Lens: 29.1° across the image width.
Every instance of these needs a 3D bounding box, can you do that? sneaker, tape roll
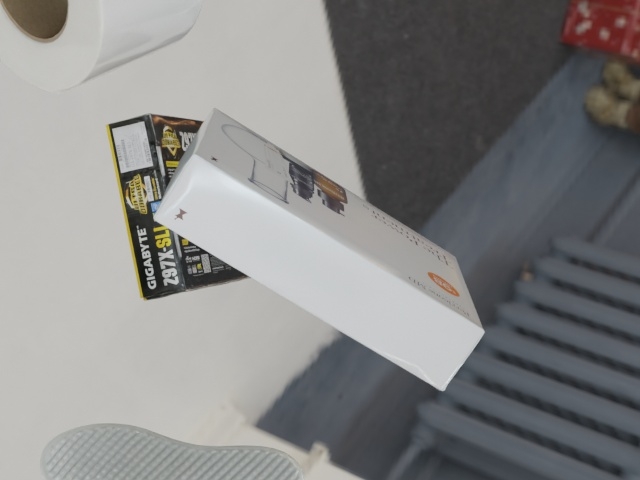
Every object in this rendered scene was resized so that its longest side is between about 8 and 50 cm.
[{"bbox_3d":[-0.214,0.359,1.737,0.150,0.366,0.135,110,-12,-50],"label":"sneaker"},{"bbox_3d":[-0.278,-0.315,1.429,0.169,0.246,0.246,-34,133,-43],"label":"tape roll"}]

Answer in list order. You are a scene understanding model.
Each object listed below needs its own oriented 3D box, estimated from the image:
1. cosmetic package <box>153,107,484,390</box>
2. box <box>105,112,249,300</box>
[{"bbox_3d":[0.000,0.000,1.459,0.097,0.377,0.284,-56,-170,15],"label":"cosmetic package"},{"bbox_3d":[-0.199,-0.052,1.860,0.322,0.079,0.257,-11,87,-74],"label":"box"}]
